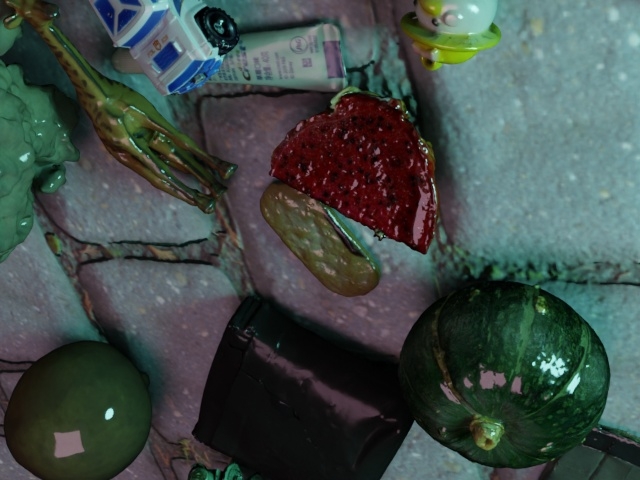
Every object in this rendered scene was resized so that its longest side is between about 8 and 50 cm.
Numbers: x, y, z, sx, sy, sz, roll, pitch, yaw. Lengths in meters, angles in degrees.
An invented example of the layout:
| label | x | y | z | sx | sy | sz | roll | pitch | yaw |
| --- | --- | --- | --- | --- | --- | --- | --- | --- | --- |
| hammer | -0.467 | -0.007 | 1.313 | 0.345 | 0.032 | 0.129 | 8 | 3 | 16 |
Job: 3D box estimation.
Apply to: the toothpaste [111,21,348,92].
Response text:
| label | x | y | z | sx | sy | sz | roll | pitch | yaw |
| --- | --- | --- | --- | --- | --- | --- | --- | --- | --- |
| toothpaste | -0.081 | -0.153 | 0.870 | 0.216 | 0.037 | 0.062 | 3 | 125 | 22 |

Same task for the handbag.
| label | x | y | z | sx | sy | sz | roll | pitch | yaw |
| --- | --- | --- | --- | --- | --- | --- | --- | --- | --- |
| handbag | -0.026 | 0.196 | 1.114 | 0.223 | 0.080 | 0.247 | 26 | 134 | 4 |

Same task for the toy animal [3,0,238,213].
| label | x | y | z | sx | sy | sz | roll | pitch | yaw |
| --- | --- | --- | --- | --- | --- | --- | --- | --- | --- |
| toy animal | -0.174 | -0.114 | 0.893 | 0.275 | 0.054 | 0.149 | 47 | 164 | -28 |

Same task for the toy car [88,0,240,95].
| label | x | y | z | sx | sy | sz | roll | pitch | yaw |
| --- | --- | --- | --- | --- | --- | --- | --- | --- | --- |
| toy car | -0.141 | -0.199 | 0.815 | 0.080 | 0.070 | 0.171 | -32 | 88 | 42 |

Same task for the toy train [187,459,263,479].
| label | x | y | z | sx | sy | sz | roll | pitch | yaw |
| --- | --- | --- | --- | --- | --- | --- | --- | --- | --- |
| toy train | -0.104 | 0.336 | 1.228 | 0.074 | 0.118 | 0.176 | -10 | 149 | 27 |

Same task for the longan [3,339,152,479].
| label | x | y | z | sx | sy | sz | roll | pitch | yaw |
| --- | --- | --- | --- | --- | --- | --- | --- | --- | --- |
| longan | -0.279 | 0.206 | 1.197 | 0.189 | 0.189 | 0.189 | 14 | 133 | 15 |

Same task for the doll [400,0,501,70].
| label | x | y | z | sx | sy | sz | roll | pitch | yaw |
| --- | --- | --- | --- | --- | --- | --- | --- | --- | --- |
| doll | 0.107 | -0.199 | 0.708 | 0.129 | 0.081 | 0.207 | 49 | 144 | 24 |

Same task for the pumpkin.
| label | x | y | z | sx | sy | sz | roll | pitch | yaw |
| --- | --- | --- | --- | --- | --- | --- | --- | --- | --- |
| pumpkin | 0.161 | 0.120 | 0.911 | 0.190 | 0.146 | 0.190 | 22 | 157 | 10 |

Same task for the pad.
| label | x | y | z | sx | sy | sz | roll | pitch | yaw |
| --- | --- | --- | --- | --- | --- | --- | --- | --- | --- |
| pad | 0.340 | 0.268 | 1.041 | 0.233 | 0.022 | 0.174 | 20 | 135 | 11 |

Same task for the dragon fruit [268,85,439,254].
| label | x | y | z | sx | sy | sz | roll | pitch | yaw |
| --- | --- | --- | --- | --- | --- | --- | --- | --- | --- |
| dragon fruit | 0.050 | -0.071 | 0.853 | 0.162 | 0.083 | 0.106 | 30 | 119 | 25 |

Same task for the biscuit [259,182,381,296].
| label | x | y | z | sx | sy | sz | roll | pitch | yaw |
| --- | --- | --- | --- | --- | --- | --- | --- | --- | --- |
| biscuit | 0.000 | 0.000 | 0.975 | 0.071 | 0.018 | 0.147 | -24 | 116 | 41 |

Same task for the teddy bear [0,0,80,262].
| label | x | y | z | sx | sy | sz | roll | pitch | yaw |
| --- | --- | --- | --- | --- | --- | --- | --- | --- | --- |
| teddy bear | -0.349 | -0.143 | 0.866 | 0.224 | 0.357 | 0.368 | 21 | 96 | 39 |
